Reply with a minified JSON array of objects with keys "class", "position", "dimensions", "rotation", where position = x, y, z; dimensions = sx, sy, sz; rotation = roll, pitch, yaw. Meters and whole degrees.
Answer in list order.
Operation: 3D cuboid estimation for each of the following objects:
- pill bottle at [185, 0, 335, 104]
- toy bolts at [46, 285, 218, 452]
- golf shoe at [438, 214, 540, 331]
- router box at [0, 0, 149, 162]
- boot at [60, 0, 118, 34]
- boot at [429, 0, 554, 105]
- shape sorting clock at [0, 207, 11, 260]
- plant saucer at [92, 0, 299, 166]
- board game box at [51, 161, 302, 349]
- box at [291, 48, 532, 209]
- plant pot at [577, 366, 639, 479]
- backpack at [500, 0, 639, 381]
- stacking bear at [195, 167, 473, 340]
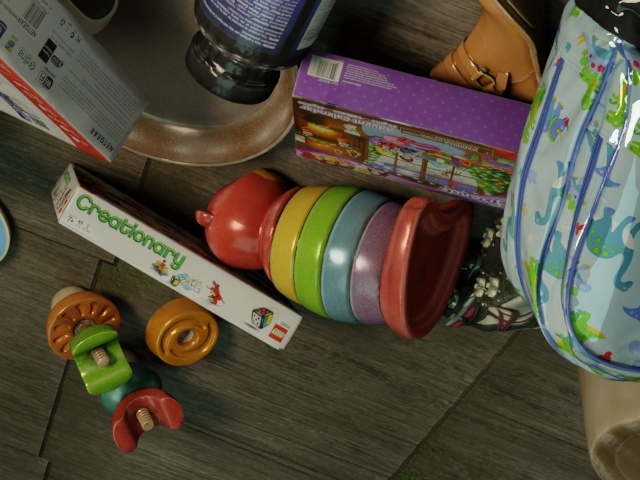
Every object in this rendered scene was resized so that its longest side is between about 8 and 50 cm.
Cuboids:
[{"class":"pill bottle","position":[-0.047,-0.240,1.420],"dimensions":[0.122,0.123,0.219],"rotation":[25,125,-8]},{"class":"toy bolts","position":[-0.253,0.146,2.054],"dimensions":[0.218,0.158,0.228],"rotation":[-21,130,-14]},{"class":"golf shoe","position":[0.225,0.044,1.699],"dimensions":[0.120,0.105,0.273],"rotation":[16,165,-10]},{"class":"router box","position":[-0.364,-0.227,1.463],"dimensions":[0.301,0.082,0.335],"rotation":[25,169,27]},{"class":"boot","position":[-0.318,-0.291,1.507],"dimensions":[0.176,0.088,0.244],"rotation":[-27,100,44]},{"class":"boot","position":[0.163,-0.194,1.479],"dimensions":[0.152,0.073,0.197],"rotation":[-19,125,45]},{"class":"shape sorting clock","position":[-0.506,-0.030,1.973],"dimensions":[0.206,0.040,0.206],"rotation":[11,142,9]},{"class":"plant saucer","position":[-0.165,-0.203,1.617],"dimensions":[0.310,0.050,0.311],"rotation":[12,142,9]},{"class":"board game box","position":[-0.176,0.016,1.795],"dimensions":[0.305,0.053,0.193],"rotation":[31,-177,-17]},{"class":"box","position":[0.118,-0.104,1.555],"dimensions":[0.293,0.057,0.201],"rotation":[15,167,4]},{"class":"plant pot","position":[0.400,0.129,1.608],"dimensions":[0.323,0.280,0.323],"rotation":[12,143,9]},{"class":"backpack","position":[0.305,-0.048,1.350],"dimensions":[0.290,0.273,0.356],"rotation":[12,126,-24]},{"class":"stacking bear","position":[0.000,0.000,1.707],"dimensions":[0.289,0.164,0.175],"rotation":[16,-174,25]}]
